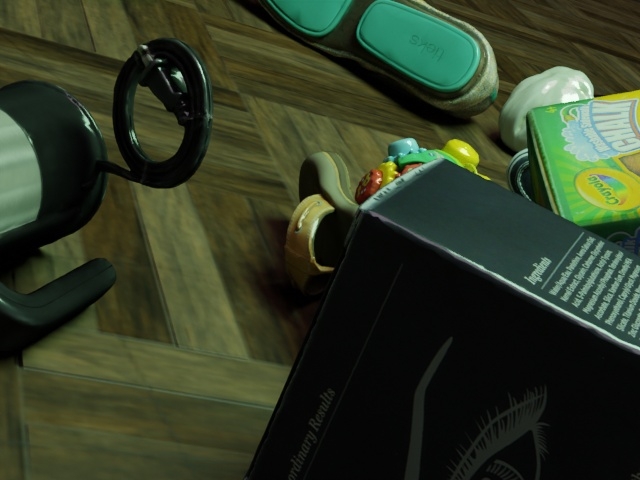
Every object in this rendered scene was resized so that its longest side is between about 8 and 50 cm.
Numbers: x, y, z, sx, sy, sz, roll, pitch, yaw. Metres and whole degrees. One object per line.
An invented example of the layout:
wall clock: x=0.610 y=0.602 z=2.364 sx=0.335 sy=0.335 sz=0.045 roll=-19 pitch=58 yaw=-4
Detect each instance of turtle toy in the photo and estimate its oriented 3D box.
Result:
turtle toy: x=0.055 y=-0.013 z=0.734 sx=0.066 sy=0.095 sz=0.130 roll=26 pitch=21 yaw=-20

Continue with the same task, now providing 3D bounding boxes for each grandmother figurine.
grandmother figurine: x=0.318 y=-0.104 z=1.199 sx=0.342 sy=0.104 sz=0.208 roll=3 pitch=3 yaw=-34

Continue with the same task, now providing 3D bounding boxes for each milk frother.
milk frother: x=-0.137 y=-0.039 z=0.556 sx=0.129 sy=0.143 sz=0.135 roll=35 pitch=23 yaw=10

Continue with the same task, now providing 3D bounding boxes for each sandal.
sandal: x=0.000 y=0.000 z=0.705 sx=0.049 sy=0.072 sz=0.180 roll=0 pitch=27 yaw=-12

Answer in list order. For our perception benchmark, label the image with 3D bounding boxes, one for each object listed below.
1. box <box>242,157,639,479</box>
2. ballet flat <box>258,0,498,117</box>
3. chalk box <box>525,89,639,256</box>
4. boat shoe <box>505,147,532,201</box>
box: x=0.092 y=0.083 z=0.495 sx=0.207 sy=0.153 sz=0.108 roll=30 pitch=24 yaw=13
ballet flat: x=0.047 y=-0.211 z=1.192 sx=0.316 sy=0.107 sz=0.106 roll=42 pitch=9 yaw=27
chalk box: x=0.172 y=0.006 z=0.605 sx=0.213 sy=0.132 sz=0.132 roll=-9 pitch=30 yaw=6
boat shoe: x=0.218 y=-0.014 z=0.934 sx=0.183 sy=0.065 sz=0.083 roll=31 pitch=23 yaw=15
